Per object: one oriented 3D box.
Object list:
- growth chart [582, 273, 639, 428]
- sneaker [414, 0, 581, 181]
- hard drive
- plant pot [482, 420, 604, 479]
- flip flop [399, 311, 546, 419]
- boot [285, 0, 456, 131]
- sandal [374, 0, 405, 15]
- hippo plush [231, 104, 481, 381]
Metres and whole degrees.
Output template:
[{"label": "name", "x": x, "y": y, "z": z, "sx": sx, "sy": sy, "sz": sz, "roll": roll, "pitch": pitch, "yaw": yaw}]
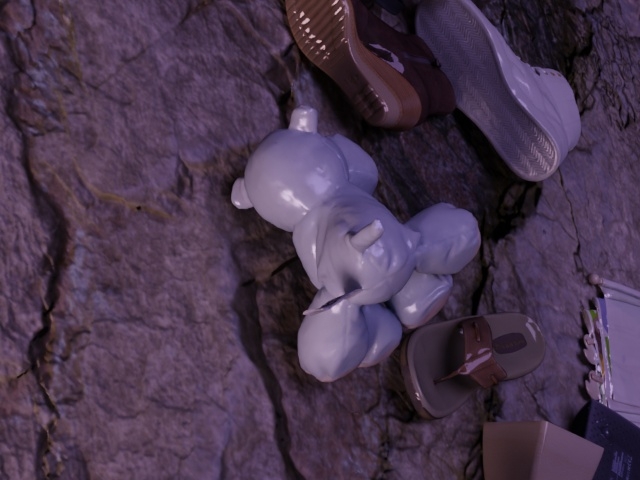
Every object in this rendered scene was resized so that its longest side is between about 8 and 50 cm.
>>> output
[{"label": "growth chart", "x": 0.419, "y": 0.158, "z": 1.964, "sx": 0.172, "sy": 0.021, "sz": 0.237, "roll": 24, "pitch": 56, "yaw": -32}, {"label": "sneaker", "x": 0.247, "y": -0.225, "z": 1.943, "sx": 0.292, "sy": 0.108, "sz": 0.169, "roll": 57, "pitch": 31, "yaw": -2}, {"label": "hard drive", "x": 0.416, "y": 0.338, "z": 1.845, "sx": 0.255, "sy": 0.054, "sz": 0.172, "roll": 36, "pitch": 49, "yaw": -20}, {"label": "plant pot", "x": 0.260, "y": 0.281, "z": 1.712, "sx": 0.109, "sy": 0.109, "sz": 0.096, "roll": 27, "pitch": 67, "yaw": -31}, {"label": "flip flop", "x": 0.197, "y": 0.140, "z": 1.729, "sx": 0.277, "sy": 0.080, "sz": 0.112, "roll": -11, "pitch": 79, "yaw": -44}, {"label": "boot", "x": 0.065, "y": -0.252, "z": 1.812, "sx": 0.248, "sy": 0.090, "sz": 0.207, "roll": 61, "pitch": 30, "yaw": 4}, {"label": "sandal", "x": 0.042, "y": -0.406, "z": 1.822, "sx": 0.254, "sy": 0.054, "sz": 0.097, "roll": 62, "pitch": 19, "yaw": 6}, {"label": "hippo plush", "x": 0.000, "y": 0.000, "z": 1.570, "sx": 0.236, "sy": 0.234, "sz": 0.294, "roll": 45, "pitch": 22, "yaw": 24}]
